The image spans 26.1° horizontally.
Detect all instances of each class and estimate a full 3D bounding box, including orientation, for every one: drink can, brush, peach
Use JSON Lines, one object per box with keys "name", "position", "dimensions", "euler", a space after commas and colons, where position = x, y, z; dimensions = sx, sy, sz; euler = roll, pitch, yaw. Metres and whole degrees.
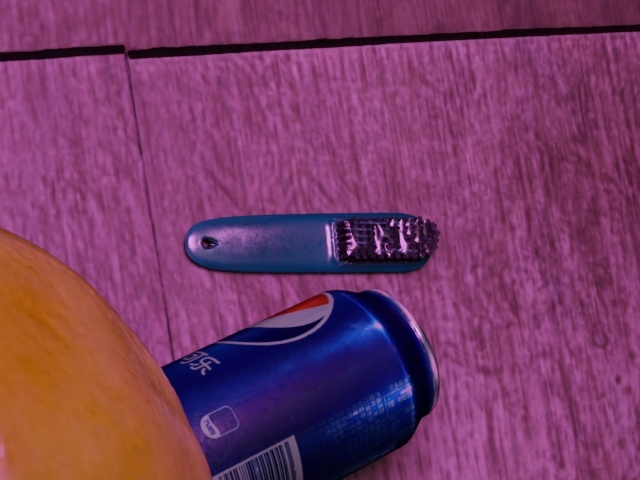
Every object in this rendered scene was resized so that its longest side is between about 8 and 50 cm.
{"name": "drink can", "position": [-0.030, 0.110, 0.876], "dimensions": [0.205, 0.118, 0.118], "euler": [-23, 91, -29]}
{"name": "brush", "position": [0.000, 0.000, 0.959], "dimensions": [0.193, 0.032, 0.043], "euler": [0, 81, -28]}
{"name": "peach", "position": [-0.209, 0.139, 0.690], "dimensions": [0.314, 0.281, 0.316], "euler": [0, 68, -20]}
